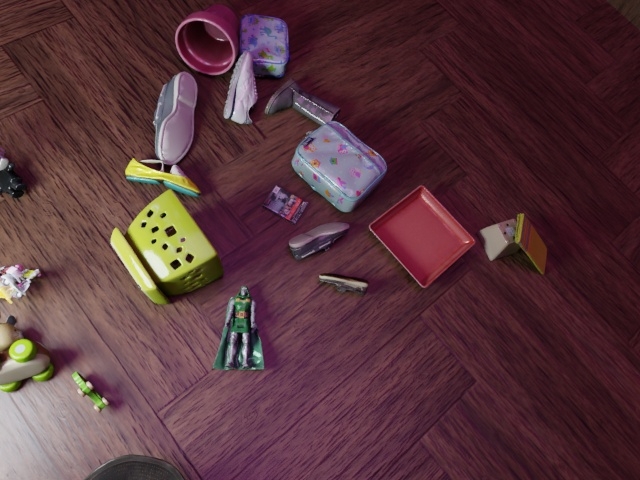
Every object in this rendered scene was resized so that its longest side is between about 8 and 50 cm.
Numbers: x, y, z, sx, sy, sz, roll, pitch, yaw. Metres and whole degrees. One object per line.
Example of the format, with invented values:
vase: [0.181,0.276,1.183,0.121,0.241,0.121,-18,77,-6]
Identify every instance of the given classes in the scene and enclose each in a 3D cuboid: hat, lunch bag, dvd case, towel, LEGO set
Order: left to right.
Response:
LEGO set: [-0.838,0.071,1.317,0.287,0.132,0.107,20,45,22]
hat: [-0.409,0.644,1.143,0.331,0.134,0.331,0,80,3]
lunch bag: [-0.195,-0.675,1.769,0.176,0.090,0.219,1,67,-10]
dvd case: [-0.110,-0.112,1.591,0.119,0.013,0.087,29,65,0]
lunch bag: [0.061,-0.249,1.631,0.279,0.108,0.224,43,66,8]
towel: [0.673,0.014,1.617,0.237,0.021,0.102,38,61,-40]

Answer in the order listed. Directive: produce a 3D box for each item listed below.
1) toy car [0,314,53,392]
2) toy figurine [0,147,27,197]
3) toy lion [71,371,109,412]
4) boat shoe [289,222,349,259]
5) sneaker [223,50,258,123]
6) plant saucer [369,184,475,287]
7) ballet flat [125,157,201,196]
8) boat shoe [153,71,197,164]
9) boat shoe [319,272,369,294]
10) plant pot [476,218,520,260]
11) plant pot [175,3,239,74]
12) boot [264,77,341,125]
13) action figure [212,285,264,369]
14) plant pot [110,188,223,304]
toy car: [-0.754,0.247,1.241,0.149,0.155,0.188,-17,59,-18]
toy figurine: [-0.926,-0.171,1.341,0.148,0.209,0.213,40,65,13]
toy lion: [-0.575,0.370,1.258,0.034,0.096,0.100,-41,121,-23]
boat shoe: [0.000,0.000,1.553,0.206,0.075,0.065,-21,116,-24]
sneaker: [-0.249,-0.502,1.669,0.095,0.090,0.235,13,91,-19]
plant saucer: [0.320,-0.012,1.619,0.258,0.048,0.259,-37,80,-23]
ballet flat: [-0.464,-0.195,1.514,0.231,0.077,0.077,14,82,-3]
boat shoe: [-0.470,-0.379,1.603,0.099,0.116,0.319,-5,69,33]
boat shoe: [0.068,0.131,1.502,0.152,0.056,0.049,10,98,-2]
plant pot: [0.596,-0.012,1.648,0.109,0.096,0.109,-16,71,-18]
plant pot: [-0.359,-0.688,1.697,0.201,0.201,0.180,16,49,-4]
boot: [-0.059,-0.441,1.717,0.208,0.076,0.190,39,67,-1]
action figure: [-0.219,0.235,1.398,0.137,0.063,0.232,3,63,-7]
plant pot: [-0.410,0.036,1.356,0.207,0.228,0.227,-34,78,-16]
